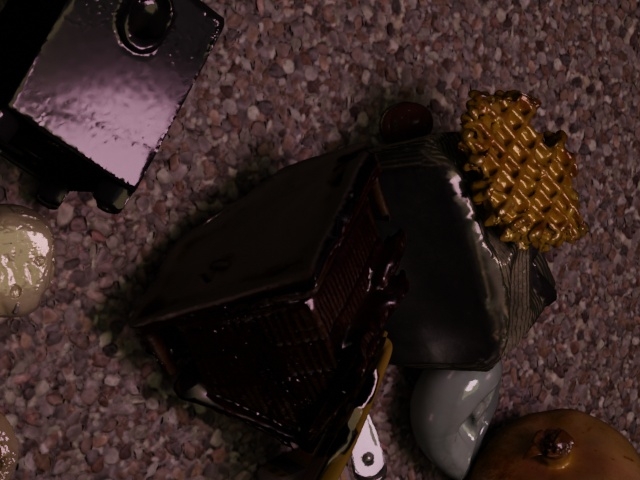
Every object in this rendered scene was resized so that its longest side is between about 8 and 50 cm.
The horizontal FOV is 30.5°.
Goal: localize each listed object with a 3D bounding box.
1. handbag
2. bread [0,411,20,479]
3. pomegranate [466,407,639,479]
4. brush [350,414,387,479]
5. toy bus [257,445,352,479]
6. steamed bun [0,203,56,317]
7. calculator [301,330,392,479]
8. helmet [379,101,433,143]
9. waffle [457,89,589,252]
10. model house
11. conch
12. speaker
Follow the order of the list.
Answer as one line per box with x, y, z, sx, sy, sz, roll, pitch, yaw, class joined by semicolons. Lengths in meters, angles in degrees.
0.188;0.000;1.667;0.240;0.247;0.341;-32;111;-48;handbag
-0.425;0.220;1.292;0.148;0.141;0.134;17;85;-36;bread
0.362;0.402;1.789;0.319;0.319;0.319;-3;95;-36;pomegranate
0.037;0.196;1.649;0.068;0.060;0.297;-8;83;-18;brush
0.008;0.462;1.651;0.138;0.097;0.342;-16;102;-32;toy bus
-0.367;0.021;1.350;0.112;0.091;0.130;7;92;-32;steamed bun
0.039;0.226;1.529;0.033;0.157;0.236;26;80;-1;calculator
0.134;-0.171;1.724;0.084;0.049;0.065;-16;104;-34;helmet
0.269;-0.097;1.569;0.231;0.051;0.229;0;76;-45;waffle
-0.034;0.086;1.529;0.282;0.297;0.317;61;39;-36;model house
0.209;0.249;1.764;0.185;0.121;0.221;-12;121;-37;conch
-0.271;-0.180;1.318;0.184;0.232;0.254;34;73;-31;speaker
